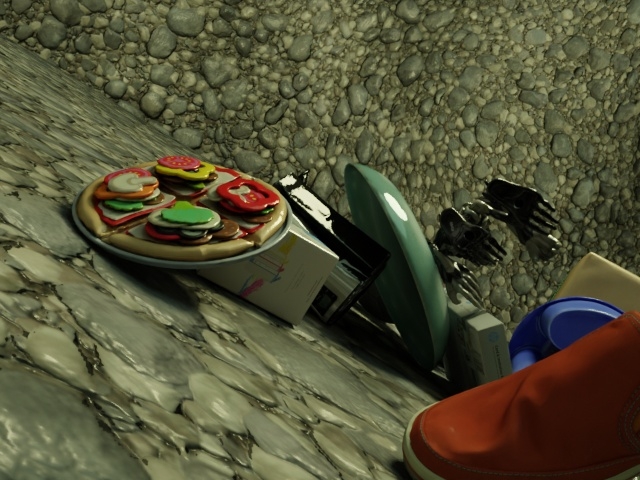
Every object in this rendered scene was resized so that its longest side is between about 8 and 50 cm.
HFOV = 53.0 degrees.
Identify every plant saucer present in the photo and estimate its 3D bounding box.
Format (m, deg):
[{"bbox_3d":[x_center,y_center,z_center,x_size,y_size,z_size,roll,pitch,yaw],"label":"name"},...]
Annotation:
[{"bbox_3d":[0.112,0.031,0.926,0.317,0.044,0.317,158,-90,-84],"label":"plant saucer"}]

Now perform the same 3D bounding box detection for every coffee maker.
[{"bbox_3d":[0.000,0.000,0.848,0.178,0.171,0.120,40,-27,5],"label":"coffee maker"}]

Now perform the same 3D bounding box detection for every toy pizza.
[{"bbox_3d":[-0.125,-0.038,0.600,0.201,0.032,0.201,7,30,-4],"label":"toy pizza"}]

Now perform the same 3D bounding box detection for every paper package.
[{"bbox_3d":[0.565,0.236,1.253,0.310,0.324,0.168,32,3,17],"label":"paper package"}]

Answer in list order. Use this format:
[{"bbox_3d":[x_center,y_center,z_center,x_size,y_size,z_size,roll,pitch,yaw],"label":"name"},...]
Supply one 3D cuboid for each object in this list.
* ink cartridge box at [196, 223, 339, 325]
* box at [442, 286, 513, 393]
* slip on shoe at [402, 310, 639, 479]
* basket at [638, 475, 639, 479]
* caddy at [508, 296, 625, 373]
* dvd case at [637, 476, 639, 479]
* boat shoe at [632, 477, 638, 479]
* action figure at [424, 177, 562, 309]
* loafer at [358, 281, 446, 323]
[{"bbox_3d":[-0.070,0.013,0.708,0.143,0.089,0.092,30,4,-17],"label":"ink cartridge box"},{"bbox_3d":[0.207,0.156,0.877,0.186,0.038,0.145,-137,-147,-76],"label":"box"},{"bbox_3d":[0.215,0.101,0.457,0.123,0.332,0.101,-94,166,-64],"label":"slip on shoe"},{"bbox_3d":[0.417,0.193,0.518,0.201,0.289,0.254,-105,176,-75],"label":"basket"},{"bbox_3d":[0.469,0.242,1.049,0.341,0.241,0.179,34,11,18],"label":"caddy"},{"bbox_3d":[0.454,0.352,0.833,0.119,0.013,0.087,29,42,-31],"label":"dvd case"},{"bbox_3d":[0.456,0.363,0.881,0.142,0.049,0.040,32,37,-33],"label":"boat shoe"},{"bbox_3d":[0.214,0.007,0.838,0.141,0.164,0.276,53,2,8],"label":"action figure"},{"bbox_3d":[0.150,0.092,1.121,0.095,0.109,0.302,-11,26,-31],"label":"loafer"}]
